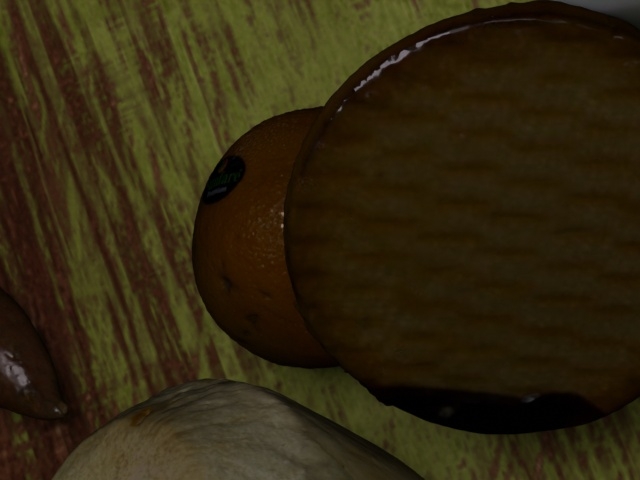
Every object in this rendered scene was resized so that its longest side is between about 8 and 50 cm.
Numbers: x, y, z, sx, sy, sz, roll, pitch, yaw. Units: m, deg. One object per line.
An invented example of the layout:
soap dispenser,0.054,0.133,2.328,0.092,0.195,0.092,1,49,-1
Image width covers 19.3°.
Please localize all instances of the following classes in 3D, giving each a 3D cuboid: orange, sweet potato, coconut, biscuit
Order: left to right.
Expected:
sweet potato,-0.323,0.022,1.511,0.095,0.106,0.354,-34,79,-31
coconut,-0.039,0.255,1.336,0.328,0.329,0.329,-2,83,13
orange,0.000,0.000,1.397,0.206,0.206,0.206,-2,83,13
biscuit,0.132,-0.009,1.272,0.318,0.040,0.318,-1,115,-2

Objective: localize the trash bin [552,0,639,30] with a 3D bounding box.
trash bin,0.343,-0.232,1.282,0.367,0.296,0.256,-11,72,22
